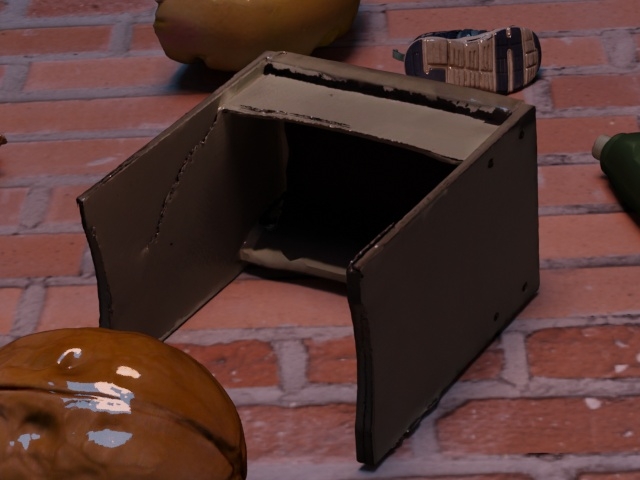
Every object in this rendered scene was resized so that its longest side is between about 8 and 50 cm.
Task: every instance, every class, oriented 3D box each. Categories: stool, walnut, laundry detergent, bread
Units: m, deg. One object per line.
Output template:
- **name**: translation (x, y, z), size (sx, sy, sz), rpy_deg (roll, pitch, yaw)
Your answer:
- **stool**: translation (0.000, 0.000, 1.353), size (0.243, 0.170, 0.269), rpy_deg (14, 36, 29)
- **walnut**: translation (-0.150, 0.138, 1.155), size (0.207, 0.167, 0.167), rpy_deg (4, 32, 16)
- **laundry detergent**: translation (0.315, -0.046, 1.495), size (0.137, 0.063, 0.211), rpy_deg (-20, 32, -30)
- **bread**: translation (-0.051, -0.234, 1.775), size (0.260, 0.158, 0.156), rpy_deg (-19, 45, -24)

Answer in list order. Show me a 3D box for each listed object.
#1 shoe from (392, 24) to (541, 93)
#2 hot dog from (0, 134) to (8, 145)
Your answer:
- **shoe**: translation (0.143, -0.174, 1.730), size (0.142, 0.064, 0.071), rpy_deg (-7, 13, -14)
- **hot dog**: translation (-0.415, -0.081, 1.629), size (0.269, 0.072, 0.109), rpy_deg (-2, 29, 2)
